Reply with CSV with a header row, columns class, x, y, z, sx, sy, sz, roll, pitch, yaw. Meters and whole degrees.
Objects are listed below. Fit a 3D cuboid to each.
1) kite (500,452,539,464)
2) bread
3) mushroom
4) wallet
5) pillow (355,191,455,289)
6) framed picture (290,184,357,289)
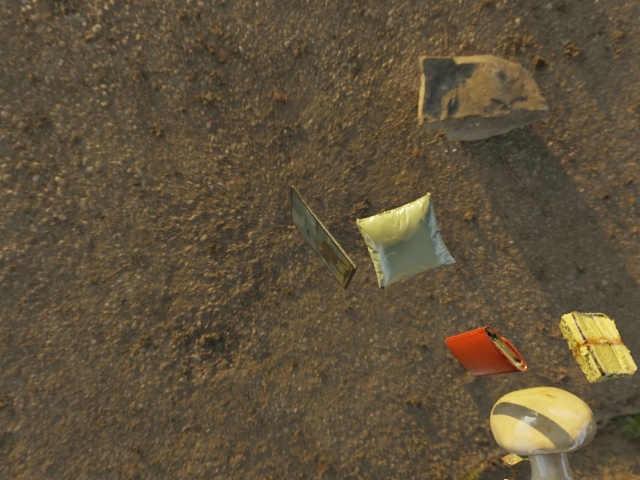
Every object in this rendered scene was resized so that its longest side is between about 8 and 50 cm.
class,x,y,z,sx,sy,sz,roll,pitch,yaw
kite,0.465,0.509,0.960,0.078,0.044,0.002,-14,91,5
bread,1.085,0.405,1.598,0.199,0.236,0.263,-27,55,21
mushroom,0.671,0.591,1.216,0.298,0.297,0.289,-9,68,-4
wallet,0.449,0.310,1.131,0.045,0.204,0.142,-37,81,-25
pillow,0.323,0.008,1.572,0.311,0.119,0.312,-21,104,9
framed picture,0.000,0.000,1.390,0.016,0.265,0.347,-33,75,-15
